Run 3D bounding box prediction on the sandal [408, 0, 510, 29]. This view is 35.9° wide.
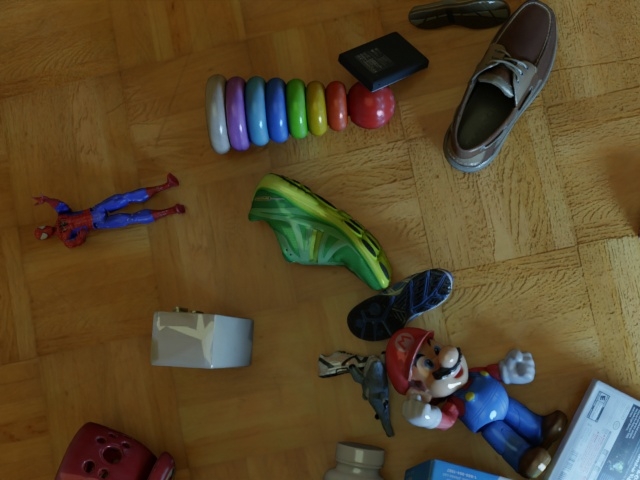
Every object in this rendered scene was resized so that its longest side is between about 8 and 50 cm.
[{"bbox_3d":[0.246,-0.413,1.755,0.180,0.072,0.049,-1,62,13],"label":"sandal"}]

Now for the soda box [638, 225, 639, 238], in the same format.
[{"bbox_3d":[0.630,-0.018,1.650,0.183,0.058,0.063,12,86,9],"label":"soda box"}]

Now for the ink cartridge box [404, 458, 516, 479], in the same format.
[{"bbox_3d":[0.230,0.525,1.540,0.223,0.129,0.308,18,65,-12],"label":"ink cartridge box"}]

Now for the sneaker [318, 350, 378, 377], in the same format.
[{"bbox_3d":[0.047,0.210,1.727,0.109,0.040,0.044,-10,72,3],"label":"sneaker"}]

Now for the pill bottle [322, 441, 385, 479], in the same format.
[{"bbox_3d":[0.054,0.440,1.665,0.111,0.112,0.187,8,85,10],"label":"pill bottle"}]

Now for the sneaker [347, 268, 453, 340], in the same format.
[{"bbox_3d":[0.142,0.112,1.707,0.211,0.081,0.080,-27,88,23],"label":"sneaker"}]

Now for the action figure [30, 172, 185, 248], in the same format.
[{"bbox_3d":[-0.401,-0.052,1.780,0.280,0.139,0.092,-17,80,9],"label":"action figure"}]

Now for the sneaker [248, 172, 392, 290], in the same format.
[{"bbox_3d":[0.000,0.000,1.735,0.295,0.109,0.124,36,105,14],"label":"sneaker"}]

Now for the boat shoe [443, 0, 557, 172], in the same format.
[{"bbox_3d":[0.316,-0.269,1.696,0.123,0.116,0.325,25,88,10],"label":"boat shoe"}]

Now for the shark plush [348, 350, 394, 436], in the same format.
[{"bbox_3d":[0.095,0.266,1.684,0.073,0.067,0.161,-8,108,-20],"label":"shark plush"}]

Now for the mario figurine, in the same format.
[{"bbox_3d":[0.251,0.246,1.618,0.320,0.198,0.170,33,106,6],"label":"mario figurine"}]

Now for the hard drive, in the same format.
[{"bbox_3d":[0.112,-0.316,1.735,0.135,0.022,0.094,-28,60,-29],"label":"hard drive"}]

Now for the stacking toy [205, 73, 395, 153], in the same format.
[{"bbox_3d":[-0.033,-0.232,1.754,0.330,0.141,0.141,-3,83,1],"label":"stacking toy"}]

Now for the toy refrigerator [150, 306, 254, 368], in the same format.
[{"bbox_3d":[-0.191,0.163,1.652,0.102,0.269,0.094,3,85,10],"label":"toy refrigerator"}]

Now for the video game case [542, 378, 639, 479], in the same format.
[{"bbox_3d":[0.480,0.348,1.624,0.173,0.022,0.190,27,88,-10],"label":"video game case"}]

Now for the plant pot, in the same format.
[{"bbox_3d":[-0.353,0.428,1.694,0.174,0.191,0.191,19,87,3],"label":"plant pot"}]
